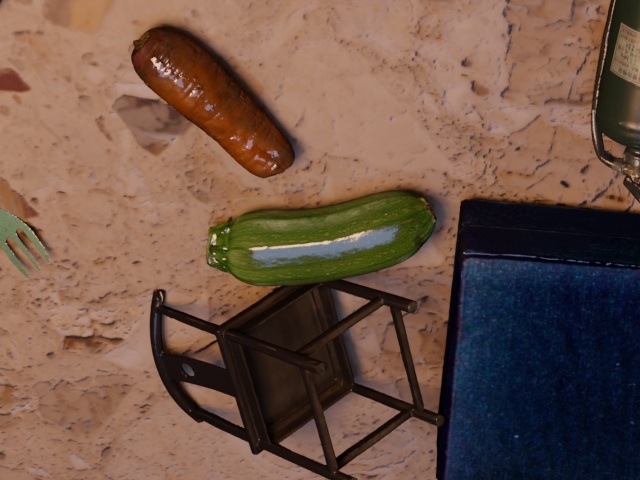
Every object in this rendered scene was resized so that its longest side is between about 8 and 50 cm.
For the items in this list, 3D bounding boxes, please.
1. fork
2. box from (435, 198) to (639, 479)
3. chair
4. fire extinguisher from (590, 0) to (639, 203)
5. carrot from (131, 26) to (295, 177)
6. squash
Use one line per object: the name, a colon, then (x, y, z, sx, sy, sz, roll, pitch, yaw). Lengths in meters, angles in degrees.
fork: (-0.344, -0.056, 1.797, 0.039, 0.021, 0.235, -38, 109, 16)
box: (0.256, 0.106, 1.801, 0.278, 0.116, 0.261, 4, 121, 0)
chair: (-0.028, 0.118, 1.817, 0.141, 0.260, 0.155, -32, 120, -31)
fire extinguisher: (0.290, -0.159, 1.654, 0.118, 0.093, 0.294, 22, 118, 31)
carrot: (-0.093, -0.123, 1.728, 0.186, 0.060, 0.060, 40, 113, -21)
squash: (0.000, 0.000, 1.782, 0.219, 0.068, 0.077, -6, 110, 6)
